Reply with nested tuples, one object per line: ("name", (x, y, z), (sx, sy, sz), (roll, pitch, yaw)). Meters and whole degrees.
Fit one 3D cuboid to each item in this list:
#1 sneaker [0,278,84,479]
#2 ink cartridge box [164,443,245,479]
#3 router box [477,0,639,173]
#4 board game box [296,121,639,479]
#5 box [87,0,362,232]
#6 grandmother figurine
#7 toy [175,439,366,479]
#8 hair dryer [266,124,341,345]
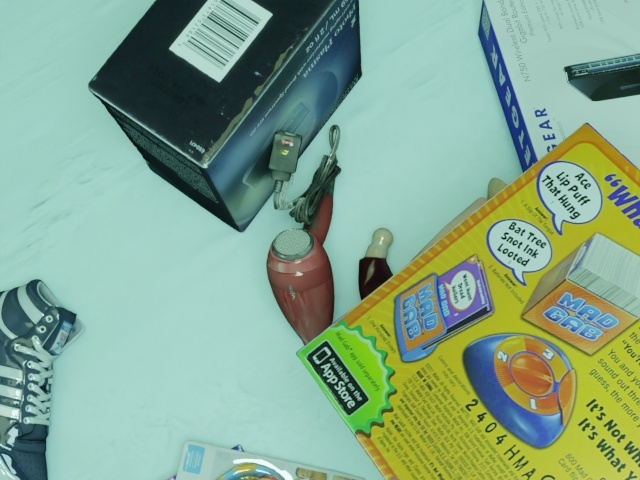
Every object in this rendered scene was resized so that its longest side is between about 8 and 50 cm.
("sneaker", (-0.369, 0.184, 1.174), (0.153, 0.099, 0.282), (-25, 73, 0))
("ink cartridge box", (-0.227, 0.418, 1.128), (0.371, 0.069, 0.176), (-28, 76, -5))
("router box", (0.393, -0.193, 1.178), (0.301, 0.082, 0.336), (-11, 63, -2))
("board game box", (0.261, 0.183, 0.916), (0.356, 0.356, 0.356), (-38, 60, 1))
("box", (-0.096, -0.203, 1.148), (0.182, 0.294, 0.296), (35, 81, 10))
("grandmother figurine", (0.133, 0.068, 1.169), (0.342, 0.104, 0.208), (-43, 69, -9))
("toy", (-0.063, 0.330, 1.107), (0.237, 0.056, 0.137), (15, 64, -8))
("hair dryer", (0.000, 0.000, 1.159), (0.080, 0.223, 0.294), (8, 99, 22))
